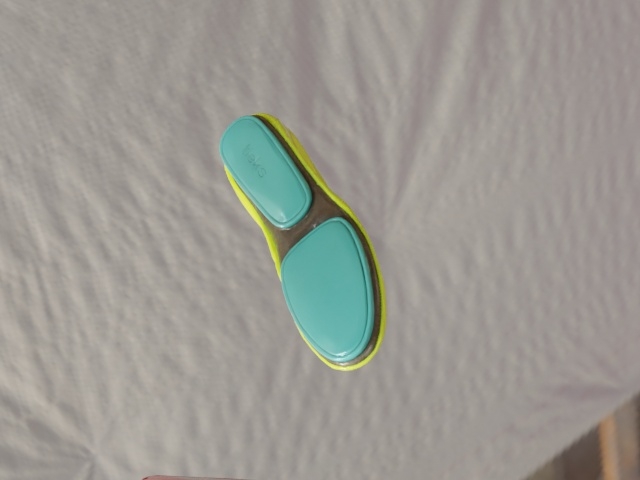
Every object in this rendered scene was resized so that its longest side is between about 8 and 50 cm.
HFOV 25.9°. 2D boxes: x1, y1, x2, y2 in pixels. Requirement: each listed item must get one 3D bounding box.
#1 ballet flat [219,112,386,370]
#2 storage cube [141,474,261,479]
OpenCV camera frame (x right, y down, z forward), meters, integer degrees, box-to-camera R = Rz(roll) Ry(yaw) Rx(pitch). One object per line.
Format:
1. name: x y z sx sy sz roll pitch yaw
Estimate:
1. ballet flat: 0.000 0.000 1.013 0.077 0.231 0.077 -38 -32 15
2. storage cube: -0.042 0.283 1.100 0.215 0.193 0.184 6 -100 -17
